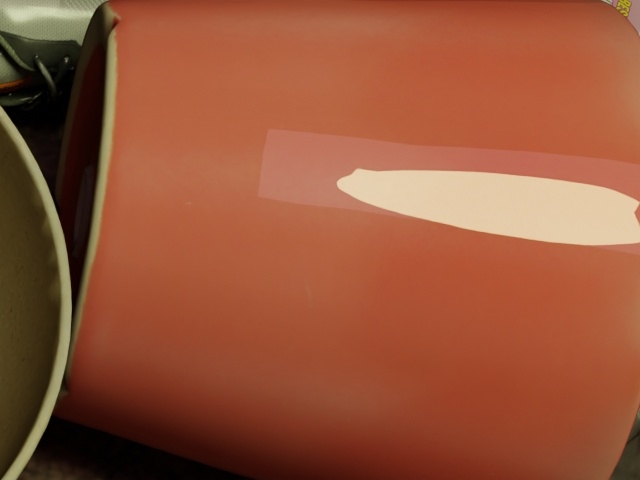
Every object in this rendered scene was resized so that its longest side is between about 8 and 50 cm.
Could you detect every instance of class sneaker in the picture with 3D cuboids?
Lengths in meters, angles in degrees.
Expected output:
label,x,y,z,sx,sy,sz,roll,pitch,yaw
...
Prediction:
label,x,y,z,sx,sy,sz,roll,pitch,yaw
sneaker,-0.126,-0.105,0.958,0.271,0.100,0.108,15,56,-13

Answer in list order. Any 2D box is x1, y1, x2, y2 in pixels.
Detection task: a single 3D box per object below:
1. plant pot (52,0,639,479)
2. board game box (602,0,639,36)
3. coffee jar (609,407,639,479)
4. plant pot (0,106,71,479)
label,x,y,z,sx,sy,sz,roll,pitch,yaw
plant pot,0.000,0.000,0.871,0.243,0.275,0.275,8,58,-13
board game box,0.239,-0.177,1.216,0.316,0.064,0.242,25,53,-13
coffee jar,0.238,0.166,0.995,0.184,0.079,0.096,25,52,-13
plant pot,-0.264,0.049,0.723,0.284,0.191,0.284,14,55,-21
